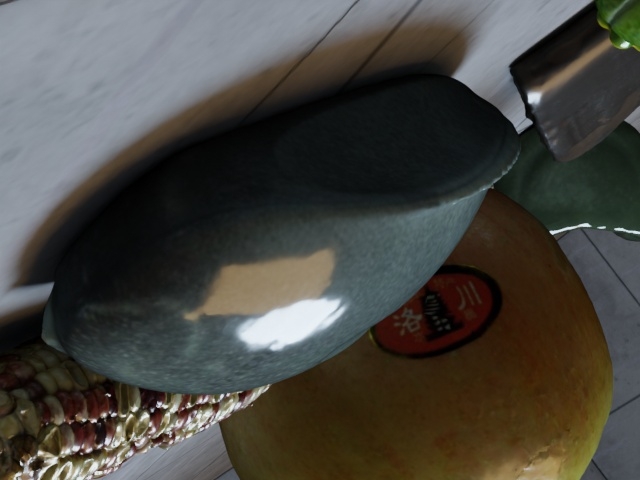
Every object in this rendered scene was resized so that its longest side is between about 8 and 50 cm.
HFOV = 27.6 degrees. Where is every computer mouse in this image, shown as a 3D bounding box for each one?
[{"bbox_3d":[0.001,0.004,0.749,0.203,0.114,0.374,-43,170,34],"label":"computer mouse"}]

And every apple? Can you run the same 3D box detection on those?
[{"bbox_3d":[0.085,0.126,1.095,0.338,0.305,0.338,-34,169,-7],"label":"apple"}]

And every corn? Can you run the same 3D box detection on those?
[{"bbox_3d":[-0.117,0.087,0.783,0.098,0.098,0.290,-41,171,28],"label":"corn"}]

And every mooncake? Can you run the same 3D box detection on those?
[{"bbox_3d":[0.266,-0.049,1.348,0.168,0.175,0.104,-62,172,-3],"label":"mooncake"}]

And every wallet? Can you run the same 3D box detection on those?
[{"bbox_3d":[0.289,-0.183,1.013,0.309,0.042,0.165,-38,152,3],"label":"wallet"}]

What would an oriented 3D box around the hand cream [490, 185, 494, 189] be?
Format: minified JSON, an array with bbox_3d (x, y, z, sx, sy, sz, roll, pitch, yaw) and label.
[{"bbox_3d":[0.187,-0.024,1.509,0.247,0.052,0.075,-26,156,-27],"label":"hand cream"}]

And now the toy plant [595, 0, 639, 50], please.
[{"bbox_3d":[0.213,-0.165,0.745,0.092,0.093,0.162,-31,171,-28],"label":"toy plant"}]
